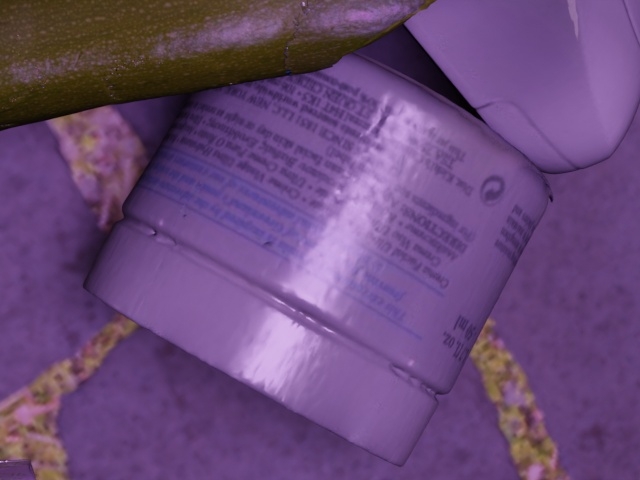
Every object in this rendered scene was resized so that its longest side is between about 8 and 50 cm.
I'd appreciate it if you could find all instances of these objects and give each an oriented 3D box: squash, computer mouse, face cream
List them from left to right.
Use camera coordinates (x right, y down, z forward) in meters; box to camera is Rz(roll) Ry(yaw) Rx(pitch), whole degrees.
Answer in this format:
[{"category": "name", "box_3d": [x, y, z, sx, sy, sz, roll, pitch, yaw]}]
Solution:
[{"category": "squash", "box_3d": [-0.069, -0.099, 0.703, 0.332, 0.087, 0.087, -9, 99, 12]}, {"category": "face cream", "box_3d": [0.000, 0.000, 0.793, 0.177, 0.177, 0.153, 32, 86, -16]}, {"category": "computer mouse", "box_3d": [0.058, -0.163, 0.790, 0.121, 0.184, 0.297, -37, 103, 9]}]

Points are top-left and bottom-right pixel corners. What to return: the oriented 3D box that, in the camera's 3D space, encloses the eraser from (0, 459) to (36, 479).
[{"category": "eraser", "box_3d": [-0.183, 0.123, 0.828, 0.083, 0.038, 0.019, -2, 101, -14]}]
